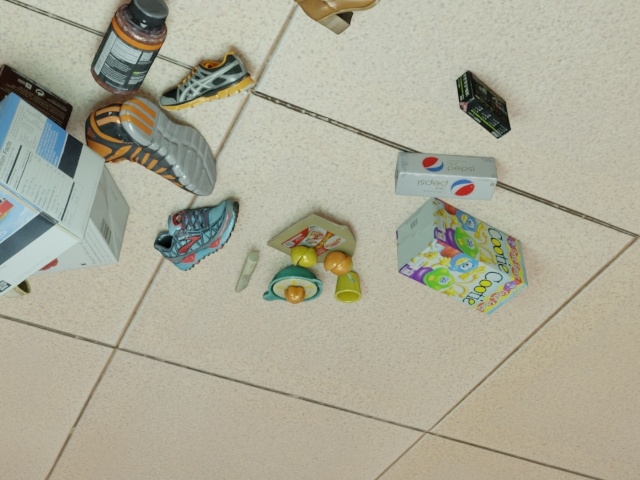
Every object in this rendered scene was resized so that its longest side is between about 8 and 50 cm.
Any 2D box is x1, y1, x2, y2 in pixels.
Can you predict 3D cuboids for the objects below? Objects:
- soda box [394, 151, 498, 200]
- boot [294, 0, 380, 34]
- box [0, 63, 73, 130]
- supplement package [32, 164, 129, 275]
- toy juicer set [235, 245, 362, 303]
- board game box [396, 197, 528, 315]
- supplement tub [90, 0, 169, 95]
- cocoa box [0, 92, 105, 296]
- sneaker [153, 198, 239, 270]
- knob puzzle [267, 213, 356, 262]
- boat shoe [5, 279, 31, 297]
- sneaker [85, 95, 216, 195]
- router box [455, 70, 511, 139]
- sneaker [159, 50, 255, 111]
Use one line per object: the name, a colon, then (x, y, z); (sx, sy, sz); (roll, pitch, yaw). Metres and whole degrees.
soda box: (0.274, -0.141, 2.012); (0.216, 0.069, 0.073); (4, 138, -2)
boot: (0.033, -0.475, 1.657); (0.152, 0.073, 0.197); (34, 126, -25)
box: (-0.646, -0.214, 1.883); (0.168, 0.167, 0.203); (33, 129, -30)
supplement package: (-0.608, -0.045, 2.058); (0.293, 0.175, 0.177); (-9, 137, 11)
toy juicer set: (-0.068, 0.095, 2.240); (0.329, 0.089, 0.209); (-2, 149, 6)
board game box: (0.331, 0.040, 2.151); (0.275, 0.142, 0.144); (25, 132, -23)
supplement tub: (-0.358, -0.378, 1.745); (0.106, 0.106, 0.198); (22, 133, -21)
cocoa box: (-0.625, -0.066, 1.746); (0.347, 0.231, 0.228); (-30, 129, 29)
sneaker: (-0.295, -0.022, 2.130); (0.125, 0.104, 0.262); (33, 128, -27)
knob puzzle: (0.000, 0.000, 2.196); (0.213, 0.030, 0.213); (0, 148, 0)
boat shoe: (-0.677, 0.069, 2.014); (0.059, 0.063, 0.170); (0, 149, -2)
sneaker: (-0.368, -0.194, 1.951); (0.180, 0.124, 0.321); (-6, 147, 32)
router box: (0.329, -0.274, 1.849); (0.122, 0.092, 0.038); (33, 129, -29)
sneaker: (-0.234, -0.317, 1.838); (0.215, 0.084, 0.083); (-14, 106, 24)
